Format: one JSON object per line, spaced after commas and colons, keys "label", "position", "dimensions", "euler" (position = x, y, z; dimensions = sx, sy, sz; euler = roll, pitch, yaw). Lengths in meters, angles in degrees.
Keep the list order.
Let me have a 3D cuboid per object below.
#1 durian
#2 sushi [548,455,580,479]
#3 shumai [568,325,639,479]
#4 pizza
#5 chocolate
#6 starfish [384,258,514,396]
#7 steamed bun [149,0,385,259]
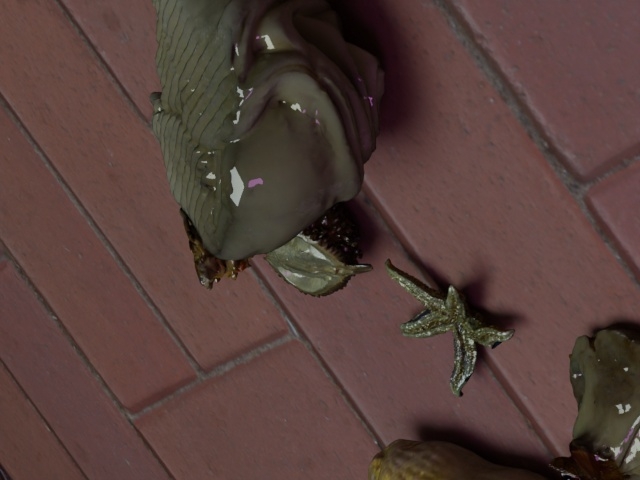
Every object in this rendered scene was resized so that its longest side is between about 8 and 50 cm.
{"label": "durian", "position": [0.000, 0.000, 2.103], "dimensions": [0.188, 0.091, 0.148], "euler": [22, 150, 43]}
{"label": "sushi", "position": [0.302, 0.287, 2.031], "dimensions": [0.099, 0.047, 0.050], "euler": [53, 146, -7]}
{"label": "shumai", "position": [0.317, 0.196, 1.852], "dimensions": [0.201, 0.120, 0.201], "euler": [37, 148, 28]}
{"label": "pizza", "position": [-0.139, -0.066, 2.153], "dimensions": [0.288, 0.074, 0.251], "euler": [-111, 4, -84]}
{"label": "chocolate", "position": [0.185, 0.324, 2.144], "dimensions": [0.309, 0.134, 0.134], "euler": [14, 132, 44]}
{"label": "starfish", "position": [0.138, 0.085, 2.037], "dimensions": [0.176, 0.053, 0.208], "euler": [45, 151, 4]}
{"label": "steamed bun", "position": [-0.054, -0.157, 1.910], "dimensions": [0.324, 0.219, 0.310], "euler": [-128, 35, -54]}
